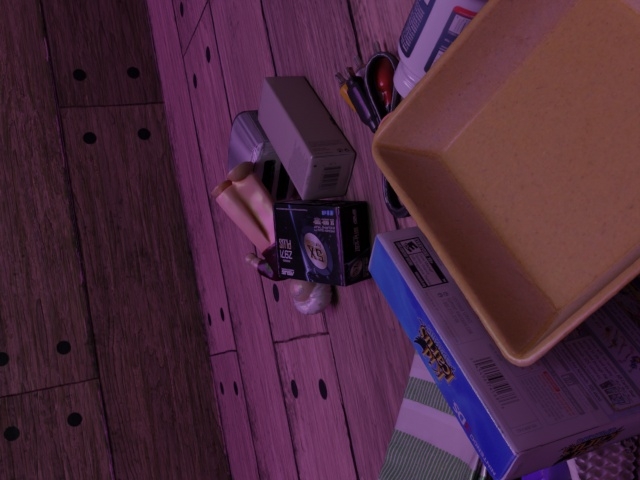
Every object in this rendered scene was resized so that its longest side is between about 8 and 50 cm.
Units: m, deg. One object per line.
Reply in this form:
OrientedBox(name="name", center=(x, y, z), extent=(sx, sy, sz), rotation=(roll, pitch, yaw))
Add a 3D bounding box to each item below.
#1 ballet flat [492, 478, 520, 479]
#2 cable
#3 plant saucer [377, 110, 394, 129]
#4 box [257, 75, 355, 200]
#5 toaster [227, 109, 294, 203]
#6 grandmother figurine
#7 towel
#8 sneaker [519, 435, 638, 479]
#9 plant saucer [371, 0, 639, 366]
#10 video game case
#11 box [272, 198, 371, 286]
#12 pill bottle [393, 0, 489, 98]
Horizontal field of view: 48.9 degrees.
OrientedBox(name="ballet flat", center=(0.195, 0.343, 1.037), extent=(0.280, 0.096, 0.095), rotation=(134, 123, -62))
OrientedBox(name="cable", center=(0.116, -0.185, 1.129), extent=(0.139, 0.072, 0.287), rotation=(-32, 80, 44))
OrientedBox(name="plant saucer", center=(0.124, -0.159, 1.077), extent=(0.084, 0.013, 0.083), rotation=(6, 102, 29))
OrientedBox(name="box", center=(-0.034, -0.207, 1.389), extent=(0.113, 0.094, 0.275), rotation=(105, 148, -43))
OrientedBox(name="toaster", center=(-0.129, -0.173, 1.583), extent=(0.146, 0.129, 0.227), rotation=(55, 143, 43))
OrientedBox(name="grandmother figurine", center=(-0.095, 0.010, 1.479), extent=(0.342, 0.104, 0.208), rotation=(54, 141, 5))
OrientedBox(name="towel", center=(0.169, 0.247, 0.971), extent=(0.248, 0.038, 0.324), rotation=(-5, 67, 68))
OrientedBox(name="sneaker", center=(0.280, 0.273, 0.826), extent=(0.146, 0.102, 0.293), rotation=(-145, 56, -66))
OrientedBox(name="plant saucer", center=(0.238, -0.101, 0.672), extent=(0.333, 0.081, 0.332), rotation=(-48, 46, 24))
OrientedBox(name="video game case", center=(0.215, 0.082, 0.707), extent=(0.061, 0.244, 0.269), rotation=(100, 151, -44))
OrientedBox(name="box", center=(0.000, 0.000, 1.325), extent=(0.180, 0.078, 0.147), rotation=(6, 105, 44))
OrientedBox(name="pill bottle", center=(0.159, -0.262, 0.895), extent=(0.180, 0.108, 0.108), rotation=(115, 140, -52))
